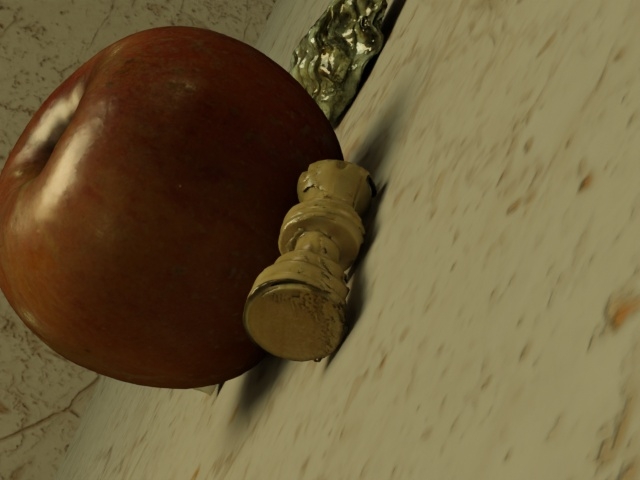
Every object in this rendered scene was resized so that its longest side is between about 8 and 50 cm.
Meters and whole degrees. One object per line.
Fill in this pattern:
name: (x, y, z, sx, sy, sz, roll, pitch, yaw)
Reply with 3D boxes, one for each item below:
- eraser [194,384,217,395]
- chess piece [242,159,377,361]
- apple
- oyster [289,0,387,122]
eraser: (-0.070, 0.026, 1.343, 0.157, 0.038, 0.230, -62, 8, 12)
chess piece: (0.000, 0.001, 0.913, 0.060, 0.060, 0.172, -59, 7, 33)
apple: (-0.098, -0.017, 1.071, 0.253, 0.253, 0.253, -62, 8, 15)
oyster: (0.013, -0.163, 1.339, 0.177, 0.064, 0.125, -60, 4, 15)
